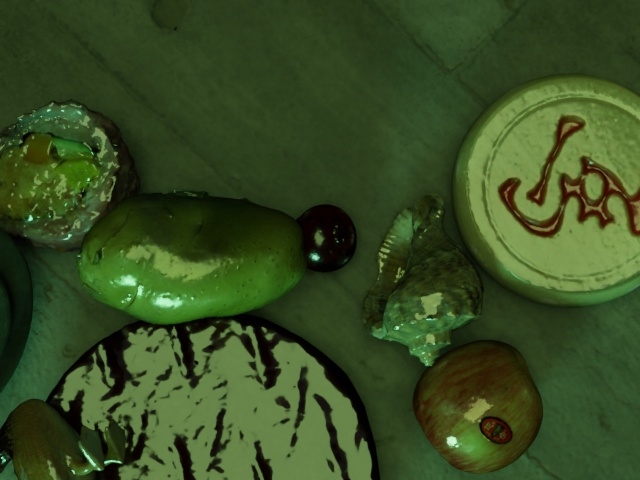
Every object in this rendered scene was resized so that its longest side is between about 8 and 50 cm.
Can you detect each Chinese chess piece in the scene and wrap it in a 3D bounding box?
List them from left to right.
[{"bbox_3d":[0.283,-0.058,1.278,0.273,0.102,0.273,0,84,2],"label":"Chinese chess piece"}]

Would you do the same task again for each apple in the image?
[{"bbox_3d":[0.178,0.179,1.238,0.131,0.146,0.146,-39,84,11],"label":"apple"}]

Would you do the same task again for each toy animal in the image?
[{"bbox_3d":[-0.297,0.264,1.205,0.179,0.089,0.188,-20,80,18],"label":"toy animal"}]

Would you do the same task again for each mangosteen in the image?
[{"bbox_3d":[0.002,-0.001,1.302,0.081,0.081,0.081,0,84,3],"label":"mangosteen"}]

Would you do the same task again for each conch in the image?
[{"bbox_3d":[0.106,0.044,1.260,0.155,0.130,0.207,-15,66,26],"label":"conch"}]

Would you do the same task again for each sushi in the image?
[{"bbox_3d":[-0.322,-0.052,1.304,0.241,0.107,0.161,-31,84,7],"label":"sushi"}]

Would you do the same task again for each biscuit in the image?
[{"bbox_3d":[-0.132,0.278,1.272,0.407,0.091,0.407,-1,82,5],"label":"biscuit"}]

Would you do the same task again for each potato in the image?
[{"bbox_3d":[-0.139,0.015,1.230,0.248,0.169,0.143,-2,118,-5],"label":"potato"}]

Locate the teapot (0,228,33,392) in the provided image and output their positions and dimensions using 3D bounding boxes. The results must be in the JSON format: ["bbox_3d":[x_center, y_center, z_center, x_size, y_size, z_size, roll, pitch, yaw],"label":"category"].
[{"bbox_3d":[-0.489,0.047,1.215,0.239,0.322,0.239,13,55,25],"label":"teapot"}]
